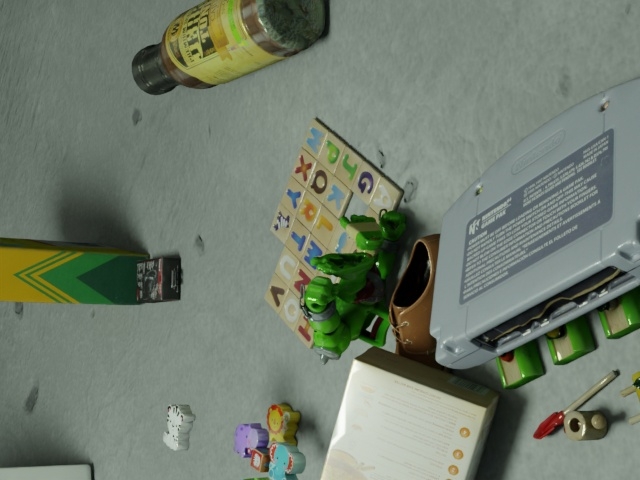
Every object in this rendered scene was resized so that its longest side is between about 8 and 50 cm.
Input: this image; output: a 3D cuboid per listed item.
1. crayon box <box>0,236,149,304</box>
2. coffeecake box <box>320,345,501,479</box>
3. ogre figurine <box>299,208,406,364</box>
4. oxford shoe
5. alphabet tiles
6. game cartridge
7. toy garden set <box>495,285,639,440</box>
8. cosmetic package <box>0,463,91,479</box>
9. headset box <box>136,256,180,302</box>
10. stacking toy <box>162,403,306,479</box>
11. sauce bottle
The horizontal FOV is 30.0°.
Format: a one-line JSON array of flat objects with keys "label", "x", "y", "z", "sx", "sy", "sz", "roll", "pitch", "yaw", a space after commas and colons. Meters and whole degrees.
[{"label": "crayon box", "x": -0.441, "y": 0.041, "z": 1.753, "sx": 0.202, "sy": 0.319, "sz": 0.081, "roll": 9, "pitch": 93, "yaw": 53}, {"label": "coffeecake box", "x": 0.083, "y": 0.220, "z": 1.199, "sx": 0.142, "sy": 0.068, "sz": 0.185, "roll": 19, "pitch": 103, "yaw": 18}, {"label": "ogre figurine", "x": 0.034, "y": 0.053, "z": 1.264, "sx": 0.197, "sy": 0.097, "sz": 0.118, "roll": -75, "pitch": -9, "yaw": -61}, {"label": "oxford shoe", "x": 0.097, "y": 0.091, "z": 1.242, "sx": 0.076, "sy": 0.076, "sz": 0.212, "roll": 25, "pitch": 108, "yaw": 49}, {"label": "alphabet tiles", "x": 0.000, "y": 0.000, "z": 1.434, "sx": 0.198, "sy": 0.009, "sz": 0.237, "roll": 44, "pitch": 120, "yaw": 45}, {"label": "game cartridge", "x": 0.209, "y": -0.018, "z": 1.068, "sx": 0.294, "sy": 0.060, "sz": 0.196, "roll": -36, "pitch": 39, "yaw": 49}, {"label": "toy garden set", "x": 0.240, "y": 0.088, "z": 1.074, "sx": 0.244, "sy": 0.049, "sz": 0.203, "roll": -37, "pitch": 58, "yaw": 45}, {"label": "cosmetic package", "x": -0.580, "y": 0.542, "z": 1.873, "sx": 0.394, "sy": 0.327, "sz": 0.329, "roll": -27, "pitch": 66, "yaw": 50}, {"label": "headset box", "x": -0.231, "y": 0.057, "z": 1.711, "sx": 0.083, "sy": 0.032, "sz": 0.062, "roll": -9, "pitch": 79, "yaw": 51}, {"label": "stacking toy", "x": -0.057, "y": 0.238, "z": 1.351, "sx": 0.221, "sy": 0.167, "sz": 0.052, "roll": 22, "pitch": 103, "yaw": 52}, {"label": "sauce bottle", "x": -0.136, "y": -0.257, "z": 1.557, "sx": 0.344, "sy": 0.111, "sz": 0.111, "roll": -13, "pitch": 75, "yaw": 51}]
